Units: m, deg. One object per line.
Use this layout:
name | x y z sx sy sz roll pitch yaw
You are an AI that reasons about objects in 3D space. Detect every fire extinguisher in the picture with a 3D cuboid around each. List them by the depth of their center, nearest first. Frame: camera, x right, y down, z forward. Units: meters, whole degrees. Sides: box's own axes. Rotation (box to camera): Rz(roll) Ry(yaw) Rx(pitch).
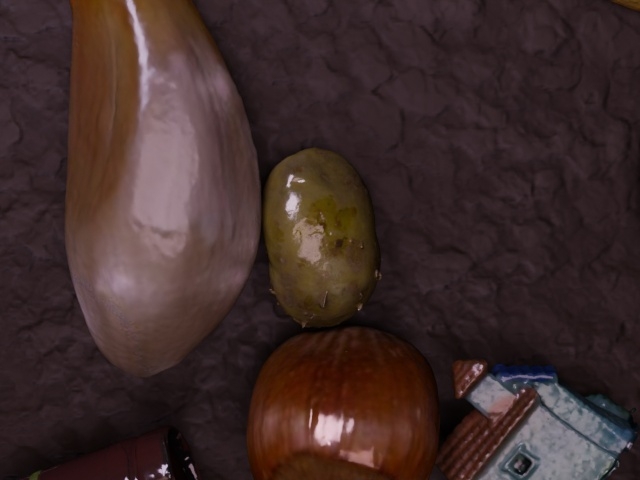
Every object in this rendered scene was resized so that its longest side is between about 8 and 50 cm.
fire extinguisher | -0.253 0.250 1.378 0.341 0.105 0.141 -21 125 7

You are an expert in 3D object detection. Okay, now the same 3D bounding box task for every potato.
potato | 0.000 0.000 1.355 0.091 0.070 0.138 -12 105 -17

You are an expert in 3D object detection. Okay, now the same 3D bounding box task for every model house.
model house | 0.150 0.151 1.389 0.149 0.119 0.148 41 98 -2

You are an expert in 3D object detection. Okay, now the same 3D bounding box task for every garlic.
garlic | -0.123 -0.050 1.316 0.143 0.112 0.318 -2 94 19

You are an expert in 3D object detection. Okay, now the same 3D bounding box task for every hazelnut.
hazelnut | 0.018 0.136 1.356 0.150 0.150 0.150 -1 103 -5

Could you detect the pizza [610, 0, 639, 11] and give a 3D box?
pizza | 0.273 -0.233 1.338 0.175 0.046 0.134 -9 103 -2
